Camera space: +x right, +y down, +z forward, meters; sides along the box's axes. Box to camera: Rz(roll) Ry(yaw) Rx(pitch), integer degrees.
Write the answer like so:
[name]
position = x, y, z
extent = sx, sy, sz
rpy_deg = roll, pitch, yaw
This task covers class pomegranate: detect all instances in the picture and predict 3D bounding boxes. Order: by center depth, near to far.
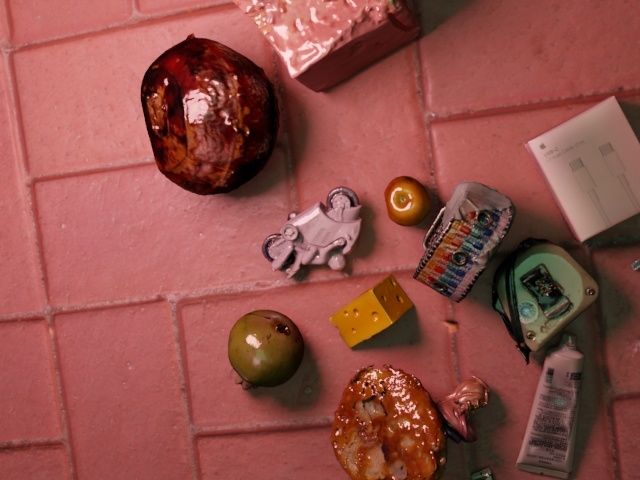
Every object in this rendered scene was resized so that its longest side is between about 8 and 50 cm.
[pomegranate]
position = -0.136, 0.264, 1.832
extent = 0.179, 0.179, 0.211
rpy_deg = 28, 98, 6

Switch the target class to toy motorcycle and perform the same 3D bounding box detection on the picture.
[toy motorcycle]
position = 0.000, 0.000, 1.833
extent = 0.260, 0.110, 0.171
rpy_deg = -35, 100, 14

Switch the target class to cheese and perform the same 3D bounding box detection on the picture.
[cheese]
position = 0.104, 0.172, 1.846
extent = 0.171, 0.126, 0.093
rpy_deg = -38, 86, 30

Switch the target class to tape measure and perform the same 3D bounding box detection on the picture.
[tape measure]
position = 0.466, 0.119, 1.762
extent = 0.235, 0.115, 0.207
rpy_deg = -44, 89, 9

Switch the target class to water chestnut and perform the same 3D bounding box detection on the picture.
[water chestnut]
position = -0.221, -0.277, 1.764
extent = 0.350, 0.302, 0.351
rpy_deg = 19, 117, 43

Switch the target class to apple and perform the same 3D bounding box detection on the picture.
[apple]
position = 0.194, -0.088, 1.794
extent = 0.099, 0.102, 0.114
rpy_deg = -8, 92, 11

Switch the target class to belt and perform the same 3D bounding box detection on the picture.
[belt]
position = 0.307, -0.002, 1.731
extent = 0.150, 0.207, 0.258
rpy_deg = 29, 105, 3

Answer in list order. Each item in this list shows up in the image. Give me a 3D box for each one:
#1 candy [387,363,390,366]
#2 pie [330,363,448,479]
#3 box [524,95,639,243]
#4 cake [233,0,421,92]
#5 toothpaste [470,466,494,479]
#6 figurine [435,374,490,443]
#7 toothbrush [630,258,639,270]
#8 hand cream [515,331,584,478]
[candy]
position = 0.182, 0.383, 1.862
extent = 0.060, 0.060, 0.201
rpy_deg = -15, 84, 9
[pie]
position = 0.145, 0.428, 1.804
extent = 0.308, 0.085, 0.308
rpy_deg = -3, 86, 36
[box]
position = 0.589, -0.150, 1.731
extent = 0.203, 0.106, 0.252
rpy_deg = -28, 88, 11
[cake]
position = 0.004, -0.512, 1.702
extent = 0.314, 0.293, 0.307
rpy_deg = -30, 87, 16
[toothpaste]
position = 0.408, 0.622, 1.847
extent = 0.049, 0.031, 0.204
rpy_deg = -25, 87, 9
[figurine]
position = 0.315, 0.378, 1.804
extent = 0.114, 0.126, 0.157
rpy_deg = 19, 101, -36
[toothbrush]
position = 0.760, -0.006, 1.757
extent = 0.204, 0.017, 0.022
rpy_deg = -43, 106, 10
[hand cream]
position = 0.527, 0.368, 1.803
extent = 0.124, 0.078, 0.341
rpy_deg = 9, 103, 7
